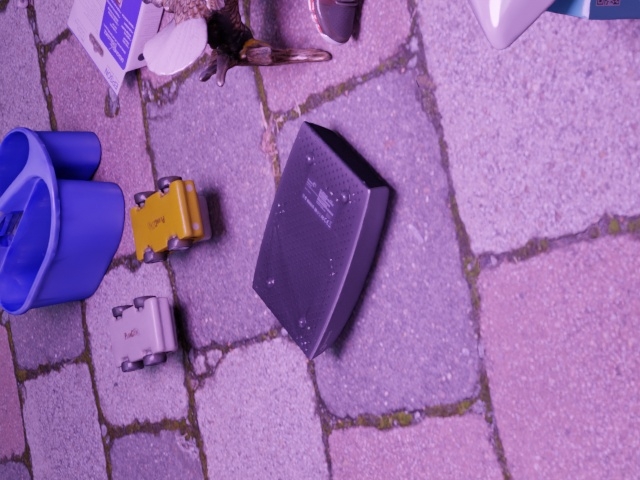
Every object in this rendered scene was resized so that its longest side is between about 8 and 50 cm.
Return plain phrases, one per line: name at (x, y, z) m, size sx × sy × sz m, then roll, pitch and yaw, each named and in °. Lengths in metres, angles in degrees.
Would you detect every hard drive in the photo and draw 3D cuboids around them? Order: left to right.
hard drive at (0.000, 0.000, 1.681) m, size 0.172 × 0.054 × 0.255 m, roll 48°, pitch 132°, yaw 40°

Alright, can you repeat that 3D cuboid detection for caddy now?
caddy at (-0.461, -0.031, 2.226) m, size 0.241 × 0.179 × 0.341 m, roll 63°, pitch 140°, yaw 29°

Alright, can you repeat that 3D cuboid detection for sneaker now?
sneaker at (0.027, -0.306, 1.594) m, size 0.065 × 0.061 × 0.158 m, roll 8°, pitch 102°, yaw 48°

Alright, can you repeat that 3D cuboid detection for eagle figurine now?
eagle figurine at (-0.131, -0.353, 1.685) m, size 0.225 × 0.226 × 0.298 m, roll -113°, pitch 10°, yaw -69°

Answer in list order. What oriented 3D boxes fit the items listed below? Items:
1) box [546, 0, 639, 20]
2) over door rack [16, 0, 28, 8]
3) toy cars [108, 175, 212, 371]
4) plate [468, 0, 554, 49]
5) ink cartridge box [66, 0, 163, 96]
box at (0.205, -0.256, 1.310) m, size 0.244 × 0.100 × 0.060 m, roll 24°, pitch 116°, yaw 51°
over door rack at (-0.608, -0.499, 2.401) m, size 0.324 × 0.108 × 0.240 m, roll -27°, pitch 72°, yaw 32°
toy cars at (-0.223, 0.054, 1.988) m, size 0.176 × 0.087 × 0.394 m, roll 55°, pitch 139°, yaw 42°
plate at (0.196, -0.355, 1.240) m, size 0.278 × 0.045 × 0.277 m, roll -45°, pitch 45°, yaw 27°
ink cartridge box at (-0.308, -0.360, 2.071) m, size 0.206 × 0.045 × 0.208 m, roll 53°, pitch 134°, yaw 36°
